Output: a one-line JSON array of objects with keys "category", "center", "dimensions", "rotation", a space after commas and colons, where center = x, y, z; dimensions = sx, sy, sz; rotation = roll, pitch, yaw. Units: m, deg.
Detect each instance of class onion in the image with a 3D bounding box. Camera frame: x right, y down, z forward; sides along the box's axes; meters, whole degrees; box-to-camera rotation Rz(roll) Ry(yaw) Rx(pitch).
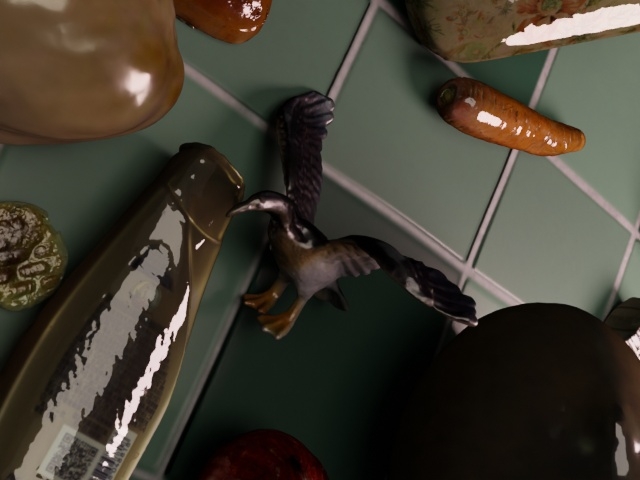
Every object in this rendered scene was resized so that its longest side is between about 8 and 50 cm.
[{"category": "onion", "center": [-0.053, 0.224, 0.778], "dimensions": [0.131, 0.131, 0.131], "rotation": [-2, 93, -37]}]

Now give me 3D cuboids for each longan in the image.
[{"category": "longan", "center": [0.200, 0.232, 0.876], "dimensions": [0.288, 0.288, 0.350], "rotation": [13, 76, -36]}]

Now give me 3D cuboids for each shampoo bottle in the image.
[{"category": "shampoo bottle", "center": [-0.163, 0.085, 0.707], "dimensions": [0.125, 0.084, 0.350], "rotation": [37, 70, -33]}, {"category": "shampoo bottle", "center": [0.434, 0.180, 1.175], "dimensions": [0.086, 0.055, 0.227], "rotation": [-49, 119, -25]}]

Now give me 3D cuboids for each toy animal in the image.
[{"category": "toy animal", "center": [-0.010, 0.012, 0.775], "dimensions": [0.197, 0.272, 0.160], "rotation": [-8, 134, -44]}]

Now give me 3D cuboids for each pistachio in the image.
[{"category": "pistachio", "center": [-0.225, -0.158, 0.614], "dimensions": [0.287, 0.197, 0.166], "rotation": [18, 38, -25]}]

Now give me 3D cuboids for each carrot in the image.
[{"category": "carrot", "center": [0.218, -0.126, 1.002], "dimensions": [0.247, 0.059, 0.059], "rotation": [11, 85, -39]}]

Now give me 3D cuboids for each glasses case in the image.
[{"category": "glasses case", "center": [0.290, -0.288, 0.940], "dimensions": [0.425, 0.098, 0.157], "rotation": [-13, 111, -12]}]

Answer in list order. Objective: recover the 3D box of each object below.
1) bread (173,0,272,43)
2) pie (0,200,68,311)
[{"category": "bread", "center": [-0.086, -0.243, 0.775], "dimensions": [0.129, 0.044, 0.126], "rotation": [22, 78, -32]}, {"category": "pie", "center": [-0.231, 0.012, 0.692], "dimensions": [0.084, 0.020, 0.085], "rotation": [-2, 93, -36]}]
